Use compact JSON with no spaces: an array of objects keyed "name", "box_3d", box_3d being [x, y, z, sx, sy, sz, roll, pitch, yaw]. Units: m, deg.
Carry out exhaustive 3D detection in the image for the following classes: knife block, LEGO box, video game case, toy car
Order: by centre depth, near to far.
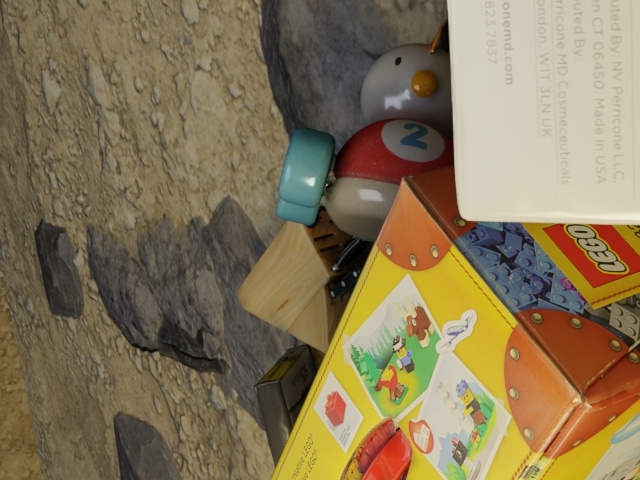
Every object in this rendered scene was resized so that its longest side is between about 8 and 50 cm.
[{"name":"LEGO box","box_3d":[0.180,0.147,0.980,0.193,0.373,0.500,54,142,29]},{"name":"toy car","box_3d":[0.090,-0.117,1.186,0.210,0.219,0.237,109,175,-82]},{"name":"knife block","box_3d":[0.000,0.000,1.450,0.276,0.088,0.242,23,122,51]},{"name":"video game case","box_3d":[-0.011,0.283,1.504,0.248,0.035,0.274,-33,-72,-81]}]

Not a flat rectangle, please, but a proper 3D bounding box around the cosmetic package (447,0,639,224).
[{"name":"cosmetic package","box_3d":[0.314,-0.106,0.617,0.453,0.230,0.161,2,107,23]}]
